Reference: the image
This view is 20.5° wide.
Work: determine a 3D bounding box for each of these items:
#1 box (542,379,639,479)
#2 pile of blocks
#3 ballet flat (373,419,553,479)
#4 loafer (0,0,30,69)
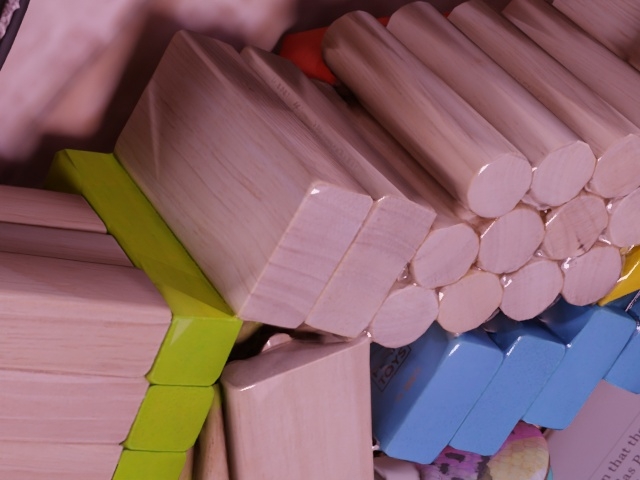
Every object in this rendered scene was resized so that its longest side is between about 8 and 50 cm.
[{"bbox_3d":[0.152,0.150,0.666,0.182,0.119,0.181,-52,129,-6],"label":"box"},{"bbox_3d":[0.000,0.000,0.510,0.362,0.112,0.149,-17,130,-21],"label":"pile of blocks"},{"bbox_3d":[-0.013,0.130,0.576,0.079,0.077,0.221,44,81,-19],"label":"ballet flat"},{"bbox_3d":[-0.090,-0.127,0.384,0.080,0.078,0.220,7,95,-14],"label":"loafer"}]
